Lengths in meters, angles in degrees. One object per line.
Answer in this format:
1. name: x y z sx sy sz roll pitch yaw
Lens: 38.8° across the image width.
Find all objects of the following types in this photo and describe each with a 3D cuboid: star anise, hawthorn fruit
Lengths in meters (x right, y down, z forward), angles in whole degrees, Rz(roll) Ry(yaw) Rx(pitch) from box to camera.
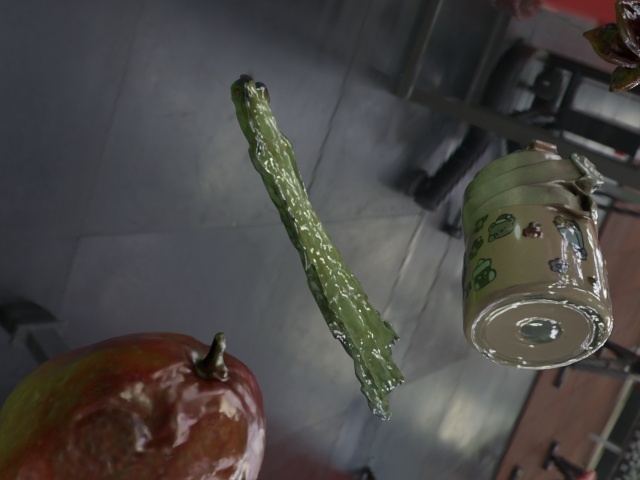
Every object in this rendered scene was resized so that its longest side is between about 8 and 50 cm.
1. star anise: 0.373 -0.210 1.006 0.167 0.168 0.057 79 20 -50
2. hawthorn fruit: -0.143 0.171 0.737 0.261 0.224 0.224 -42 158 20

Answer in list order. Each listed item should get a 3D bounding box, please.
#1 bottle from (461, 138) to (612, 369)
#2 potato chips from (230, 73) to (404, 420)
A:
1. bottle: 0.139 -0.001 0.595 0.099 0.099 0.152 80 14 -49
2. potato chips: 0.001 0.000 0.522 0.207 0.028 0.092 63 11 -12
